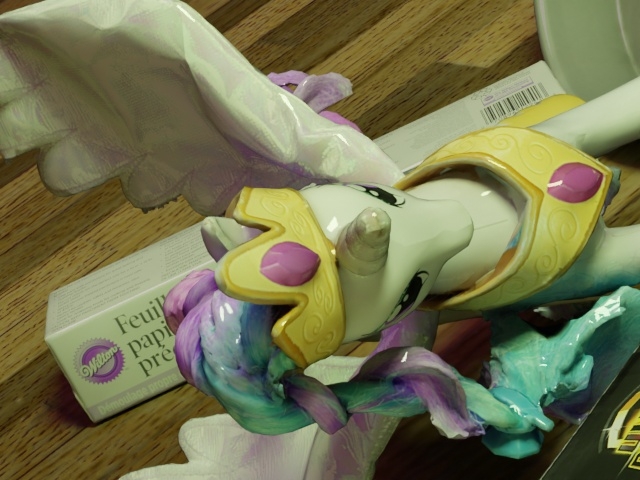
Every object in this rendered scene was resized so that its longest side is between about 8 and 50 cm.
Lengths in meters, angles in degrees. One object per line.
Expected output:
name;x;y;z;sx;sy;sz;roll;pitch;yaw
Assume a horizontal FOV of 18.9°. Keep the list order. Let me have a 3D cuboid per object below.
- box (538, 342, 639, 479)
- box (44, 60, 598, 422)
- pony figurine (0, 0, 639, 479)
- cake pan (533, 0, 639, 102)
box;0.245;0.007;0.609;0.257;0.079;0.322;-16;22;46
box;0.000;0.000;1.091;0.324;0.063;0.067;-26;22;4
pony figurine;0.026;0.002;0.818;0.363;0.303;0.351;-16;-2;-38
cake pan;0.203;-0.198;1.067;0.054;0.293;0.293;6;16;-19
